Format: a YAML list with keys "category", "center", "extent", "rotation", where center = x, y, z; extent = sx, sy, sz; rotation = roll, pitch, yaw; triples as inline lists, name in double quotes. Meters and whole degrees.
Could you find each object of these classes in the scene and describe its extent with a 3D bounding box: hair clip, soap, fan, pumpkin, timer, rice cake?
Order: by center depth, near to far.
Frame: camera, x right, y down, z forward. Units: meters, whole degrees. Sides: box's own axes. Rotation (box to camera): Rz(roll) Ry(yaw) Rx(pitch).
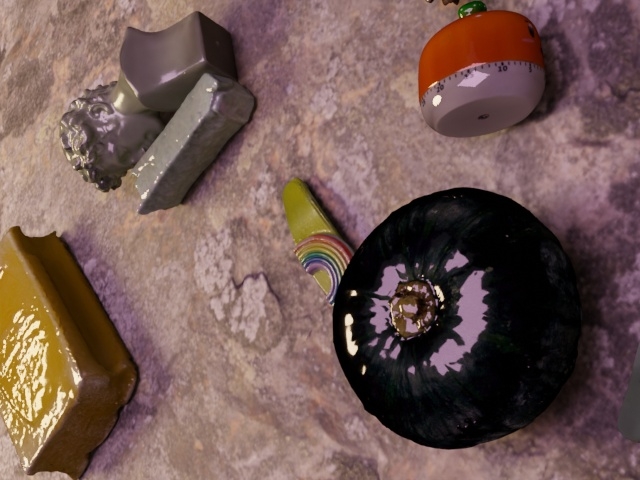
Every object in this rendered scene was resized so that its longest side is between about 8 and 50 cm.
- category: "fan"
  center: [0.279, 0.074, 0.948]
  extent: [0.038, 0.016, 0.193]
  rotation: [8, 88, 48]
- category: "pumpkin"
  center: [0.120, 0.067, 1.006]
  extent: [0.233, 0.163, 0.233]
  rotation: [-9, 76, 41]
- category: "timer"
  center: [0.152, -0.170, 1.074]
  extent: [0.136, 0.099, 0.136]
  rotation: [-16, 61, 31]
- category: "hair clip"
  center: [0.000, 0.000, 1.231]
  extent: [0.060, 0.033, 0.188]
  rotation: [-49, 52, 26]
- category: "rice cake"
  center: [-0.160, -0.119, 1.394]
  extent: [0.206, 0.069, 0.063]
  rotation: [-50, 53, 29]
- category: "soap"
  center: [-0.379, 0.149, 1.540]
  extent: [0.199, 0.091, 0.315]
  rotation: [-56, 48, 23]

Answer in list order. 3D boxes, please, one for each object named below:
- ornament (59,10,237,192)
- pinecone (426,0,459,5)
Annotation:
- category: "ornament"
  center: [-0.230, -0.187, 1.439]
  extent: [0.285, 0.120, 0.130]
  rotation: [-43, 53, 29]
- category: "pinecone"
  center: [0.102, -0.342, 1.104]
  extent: [0.204, 0.179, 0.184]
  rotation: [49, 130, 10]
